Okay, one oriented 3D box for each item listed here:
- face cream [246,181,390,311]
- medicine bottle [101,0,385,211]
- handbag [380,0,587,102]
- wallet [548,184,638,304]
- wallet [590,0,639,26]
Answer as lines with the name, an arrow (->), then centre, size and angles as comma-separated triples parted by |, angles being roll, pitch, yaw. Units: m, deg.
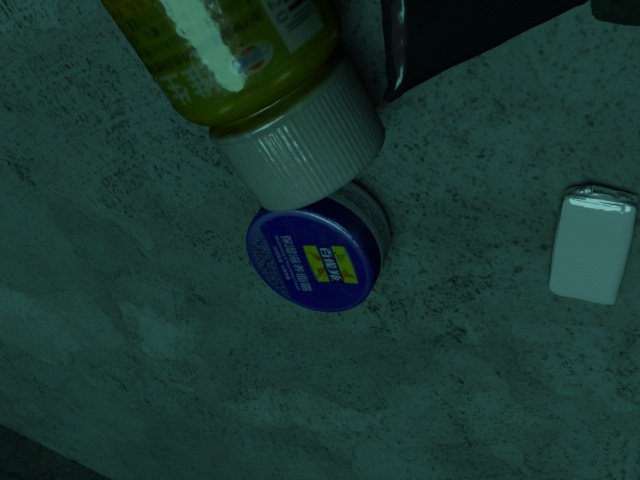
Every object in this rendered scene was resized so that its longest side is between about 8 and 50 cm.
face cream -> 0.000, 0.000, 1.055 | 0.205, 0.111, 0.206 | 16, 136, 16
medicine bottle -> -0.091, -0.237, 0.796 | 0.224, 0.224, 0.384 | -11, 124, 38
handbag -> 0.144, -0.269, 0.632 | 0.088, 0.254, 0.211 | 43, 156, 48
wallet -> 0.352, 0.007, 0.910 | 0.095, 0.033, 0.190 | 9, 135, 21
wallet -> 0.371, -0.270, 0.621 | 0.245, 0.052, 0.169 | 12, 135, 28
